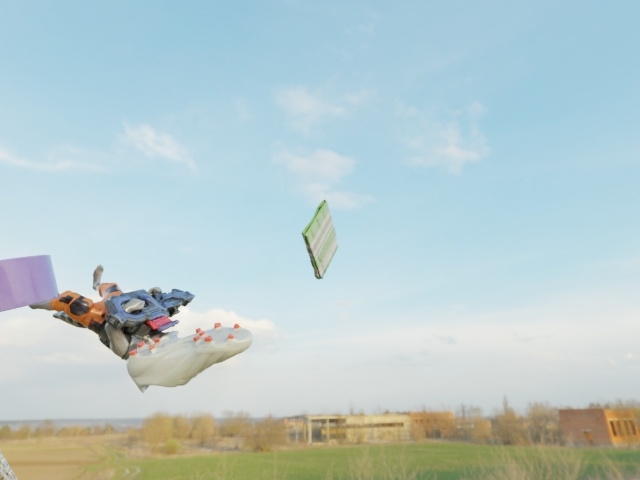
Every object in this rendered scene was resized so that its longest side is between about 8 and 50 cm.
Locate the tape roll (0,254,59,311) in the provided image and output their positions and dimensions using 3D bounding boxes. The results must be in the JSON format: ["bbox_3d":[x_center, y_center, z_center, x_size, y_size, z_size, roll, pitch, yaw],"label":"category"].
[{"bbox_3d":[-0.549,0.080,0.669,0.189,0.080,0.189,-10,2,0],"label":"tape roll"}]

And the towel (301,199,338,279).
[{"bbox_3d":[0.000,0.000,0.894,0.023,0.113,0.152,10,-40,24],"label":"towel"}]

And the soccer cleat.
[{"bbox_3d":[-0.191,0.176,0.608,0.197,0.076,0.068,-13,12,5],"label":"soccer cleat"}]

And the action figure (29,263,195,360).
[{"bbox_3d":[-0.455,0.182,0.959,0.330,0.178,0.341,28,3,14],"label":"action figure"}]

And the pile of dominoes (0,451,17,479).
[{"bbox_3d":[-0.578,0.441,0.762,0.040,0.251,0.196,-28,18,-36],"label":"pile of dominoes"}]
